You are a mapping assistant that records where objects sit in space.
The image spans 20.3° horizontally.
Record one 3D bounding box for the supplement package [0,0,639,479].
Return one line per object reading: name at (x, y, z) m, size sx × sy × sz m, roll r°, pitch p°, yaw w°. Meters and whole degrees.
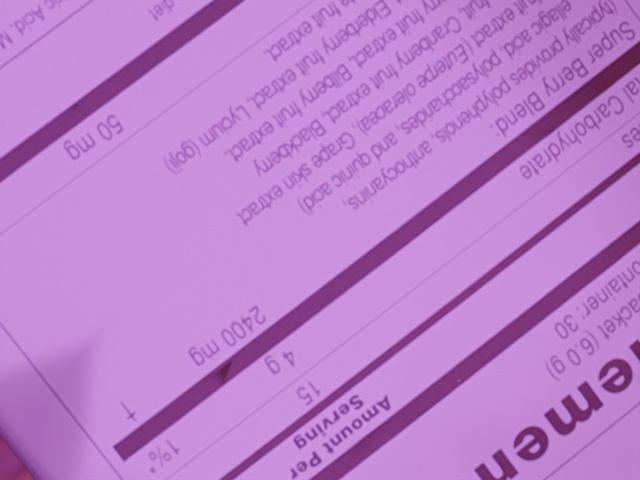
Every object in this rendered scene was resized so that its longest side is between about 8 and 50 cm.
supplement package at (0.000, 0.000, 0.458) m, size 0.175 × 0.177 × 0.293 m, roll -37°, pitch 99°, yaw -6°
